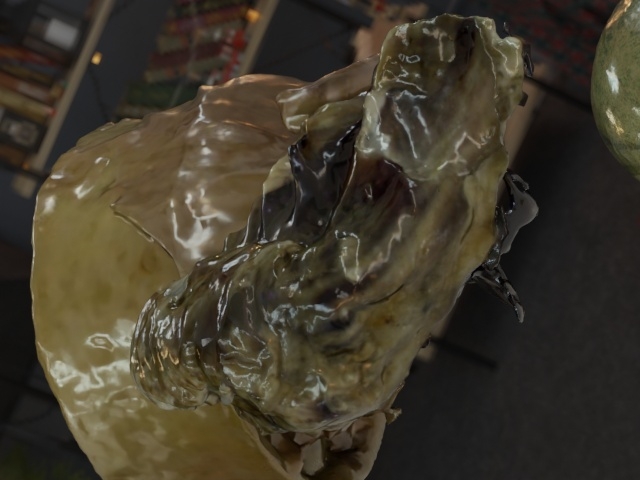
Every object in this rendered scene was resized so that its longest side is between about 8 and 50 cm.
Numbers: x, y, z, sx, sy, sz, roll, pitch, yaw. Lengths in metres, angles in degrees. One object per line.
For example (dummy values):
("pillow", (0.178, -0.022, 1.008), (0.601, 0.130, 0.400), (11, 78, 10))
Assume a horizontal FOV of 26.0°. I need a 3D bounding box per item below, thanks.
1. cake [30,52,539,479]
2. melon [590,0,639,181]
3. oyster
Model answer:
("cake", (0.000, 0.025, 1.005), (0.321, 0.332, 0.332), (-17, 42, 24))
("melon", (0.406, -0.166, 1.451), (0.248, 0.248, 0.329), (-55, -3, 35))
("oyster", (-0.005, -0.004, 0.735), (0.294, 0.094, 0.166), (-59, 44, 18))
